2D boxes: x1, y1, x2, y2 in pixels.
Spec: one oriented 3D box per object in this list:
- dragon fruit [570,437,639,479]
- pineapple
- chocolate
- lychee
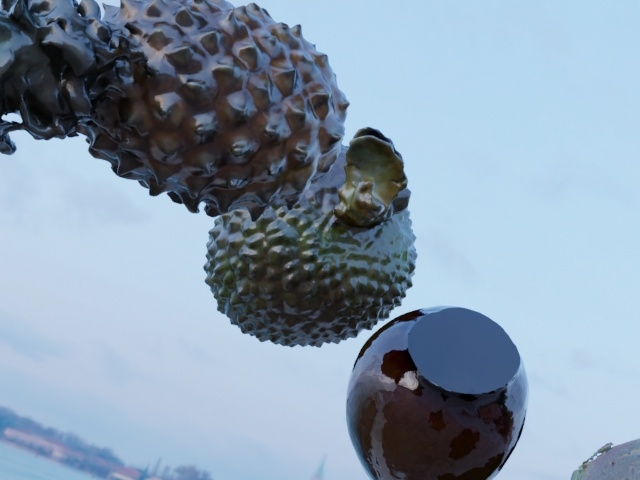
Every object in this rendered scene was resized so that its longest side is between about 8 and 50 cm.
[{"bbox_3d":[0.501,0.404,1.345,0.295,0.268,0.130,-26,-47,14],"label":"dragon fruit"},{"bbox_3d":[-0.137,-0.118,0.628,0.175,0.175,0.361,2,-11,43],"label":"pineapple"},{"bbox_3d":[0.094,0.146,0.776,0.177,0.177,0.177,18,-18,6],"label":"chocolate"},{"bbox_3d":[-0.007,0.004,1.133,0.320,0.270,0.270,-9,-32,33],"label":"lychee"}]
